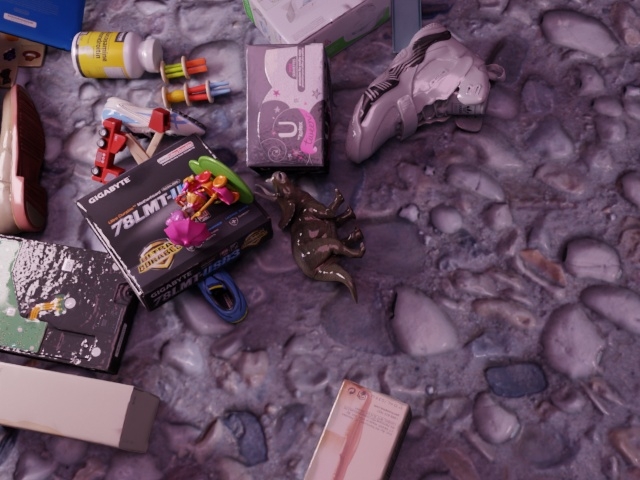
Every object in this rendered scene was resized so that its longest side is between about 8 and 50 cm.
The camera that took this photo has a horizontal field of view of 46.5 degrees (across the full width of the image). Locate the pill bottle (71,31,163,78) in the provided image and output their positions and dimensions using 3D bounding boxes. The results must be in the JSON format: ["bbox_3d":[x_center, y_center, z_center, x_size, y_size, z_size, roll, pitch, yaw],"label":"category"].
[{"bbox_3d":[-0.455,-0.417,1.679,0.184,0.103,0.103,2,70,7],"label":"pill bottle"}]

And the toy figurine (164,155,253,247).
[{"bbox_3d":[-0.238,-0.063,1.409,0.173,0.130,0.159,21,67,41],"label":"toy figurine"}]

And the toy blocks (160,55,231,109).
[{"bbox_3d":[-0.278,-0.359,1.665,0.148,0.054,0.123,-9,70,3],"label":"toy blocks"}]

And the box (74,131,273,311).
[{"bbox_3d":[-0.295,-0.046,1.499,0.295,0.073,0.293,-32,61,-16],"label":"box"}]

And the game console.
[{"bbox_3d":[-0.706,-0.586,1.706,0.173,0.293,0.250,10,92,47],"label":"game console"}]

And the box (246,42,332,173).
[{"bbox_3d":[-0.062,-0.264,1.524,0.163,0.142,0.248,0,90,6],"label":"box"}]

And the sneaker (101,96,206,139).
[{"bbox_3d":[-0.363,-0.252,1.626,0.237,0.085,0.086,12,90,9],"label":"sneaker"}]

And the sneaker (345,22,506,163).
[{"bbox_3d":[0.218,-0.276,1.538,0.210,0.137,0.366,32,73,19],"label":"sneaker"}]

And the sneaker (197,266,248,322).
[{"bbox_3d":[-0.218,0.072,1.487,0.069,0.082,0.209,-37,69,-6],"label":"sneaker"}]

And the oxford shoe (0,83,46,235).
[{"bbox_3d":[-0.677,-0.177,1.606,0.130,0.123,0.349,-11,68,7],"label":"oxford shoe"}]

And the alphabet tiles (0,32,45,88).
[{"bbox_3d":[-0.789,-0.517,1.800,0.284,0.011,0.343,1,70,6],"label":"alphabet tiles"}]

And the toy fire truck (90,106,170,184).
[{"bbox_3d":[-0.402,-0.199,1.581,0.135,0.047,0.192,18,108,2],"label":"toy fire truck"}]

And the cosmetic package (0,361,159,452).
[{"bbox_3d":[-0.478,0.308,1.385,0.309,0.160,0.113,9,72,10],"label":"cosmetic package"}]

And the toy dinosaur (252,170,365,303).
[{"bbox_3d":[0.000,0.000,1.489,0.160,0.121,0.314,-25,73,9],"label":"toy dinosaur"}]

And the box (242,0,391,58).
[{"bbox_3d":[-0.011,-0.538,1.665,0.262,0.127,0.231,-35,71,-8],"label":"box"}]

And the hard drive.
[{"bbox_3d":[-0.542,0.126,1.509,0.338,0.064,0.237,9,71,8],"label":"hard drive"}]

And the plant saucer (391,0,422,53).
[{"bbox_3d":[0.196,-0.505,1.690,0.067,0.018,0.192,-1,69,6],"label":"plant saucer"}]

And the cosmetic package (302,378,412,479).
[{"bbox_3d":[0.049,0.411,1.297,0.129,0.153,0.296,19,71,14],"label":"cosmetic package"}]
